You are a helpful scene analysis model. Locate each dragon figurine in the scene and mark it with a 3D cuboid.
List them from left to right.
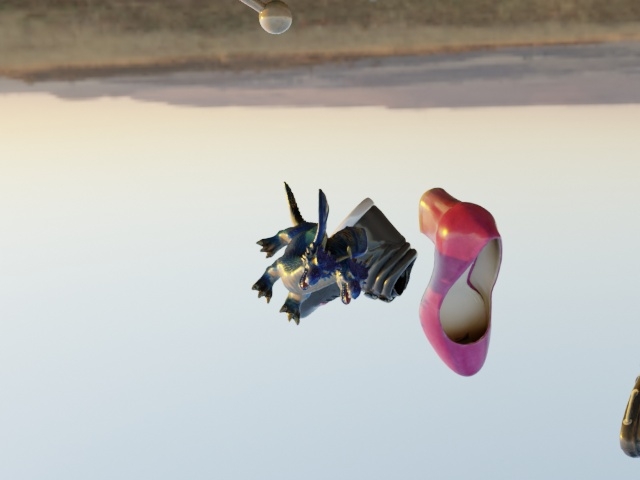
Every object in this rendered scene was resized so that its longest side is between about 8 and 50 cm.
[{"bbox_3d":[0.000,0.000,1.211,0.144,0.085,0.289,-39,-160,27],"label":"dragon figurine"}]

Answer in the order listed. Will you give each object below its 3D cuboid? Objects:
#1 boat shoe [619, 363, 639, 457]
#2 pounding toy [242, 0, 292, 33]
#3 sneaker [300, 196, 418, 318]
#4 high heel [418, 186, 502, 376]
[{"bbox_3d":[0.483,0.196,1.455,0.091,0.114,0.302,-11,-164,31],"label":"boat shoe"},{"bbox_3d":[-0.047,-0.452,1.600,0.183,0.237,0.110,37,175,-28],"label":"pounding toy"},{"bbox_3d":[0.053,0.074,1.744,0.147,0.295,0.104,42,-139,8],"label":"sneaker"},{"bbox_3d":[0.162,0.065,1.094,0.082,0.244,0.117,-18,-149,-18],"label":"high heel"}]
